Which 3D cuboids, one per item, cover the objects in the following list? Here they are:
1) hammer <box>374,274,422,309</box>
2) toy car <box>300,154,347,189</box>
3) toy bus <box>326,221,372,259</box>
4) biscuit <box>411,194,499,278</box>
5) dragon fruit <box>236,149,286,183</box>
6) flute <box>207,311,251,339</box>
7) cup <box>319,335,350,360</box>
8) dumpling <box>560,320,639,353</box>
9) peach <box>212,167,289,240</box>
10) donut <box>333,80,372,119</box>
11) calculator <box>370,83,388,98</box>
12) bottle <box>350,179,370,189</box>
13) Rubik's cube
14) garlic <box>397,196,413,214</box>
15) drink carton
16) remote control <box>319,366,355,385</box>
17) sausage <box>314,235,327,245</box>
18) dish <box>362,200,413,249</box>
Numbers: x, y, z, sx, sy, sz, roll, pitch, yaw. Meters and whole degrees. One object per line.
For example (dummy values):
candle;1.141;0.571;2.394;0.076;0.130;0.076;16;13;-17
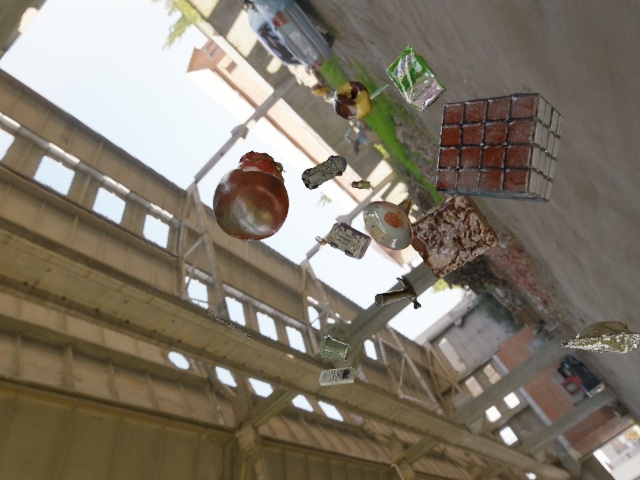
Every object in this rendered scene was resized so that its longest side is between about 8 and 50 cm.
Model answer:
hammer;0.318;0.229;1.744;0.440;0.044;0.168;4;-122;-63
toy car;0.016;-0.308;1.881;0.103;0.216;0.063;60;-172;-19
toy bus;0.145;0.001;2.166;0.203;0.141;0.142;30;-166;26
biscuit;0.679;-0.037;2.206;0.342;0.395;0.166;52;-149;-4
dragon fruit;-0.303;-0.334;2.177;0.269;0.250;0.291;16;-160;9
flute;-0.386;0.368;1.808;0.269;0.014;0.014;45;-169;-39
cup;0.077;0.561;2.171;0.141;0.120;0.120;8;178;22
dumpling;0.963;0.312;1.409;0.332;0.166;0.086;8;-131;-23
peach;-0.234;-0.116;1.398;0.252;0.252;0.252;44;-168;-12
donut;0.132;-0.594;1.772;0.073;0.166;0.184;72;-165;-57
calculator;0.282;-0.743;2.125;0.021;0.153;0.095;49;168;-11
bottle;0.206;-0.286;2.174;0.101;0.047;0.063;4;-159;-3
Rubik's cube;0.670;-0.329;1.580;0.345;0.343;0.337;11;-172;41
garlic;0.421;-0.157;2.293;0.090;0.128;0.198;36;-140;30
drink carton;0.428;-0.726;1.907;0.108;0.161;0.271;15;-137;-45
remote control;0.084;0.696;2.155;0.029;0.190;0.087;64;-155;-26
sausage;0.000;0.000;2.176;0.035;0.030;0.147;52;173;-18
dish;0.316;-0.085;1.868;0.260;0.085;0.260;31;144;26
